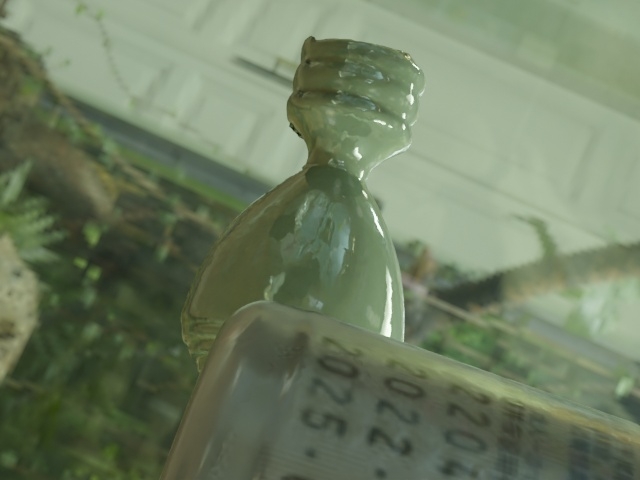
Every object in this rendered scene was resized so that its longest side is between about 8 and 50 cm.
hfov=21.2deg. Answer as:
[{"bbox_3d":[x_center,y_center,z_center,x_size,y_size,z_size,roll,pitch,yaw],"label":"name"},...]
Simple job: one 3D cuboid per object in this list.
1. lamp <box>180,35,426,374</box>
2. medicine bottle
[{"bbox_3d":[0.000,0.000,0.806,0.106,0.106,0.193,102,4,-77],"label":"lamp"},{"bbox_3d":[0.044,0.085,0.355,0.105,0.168,0.105,-160,-90,-90],"label":"medicine bottle"}]
